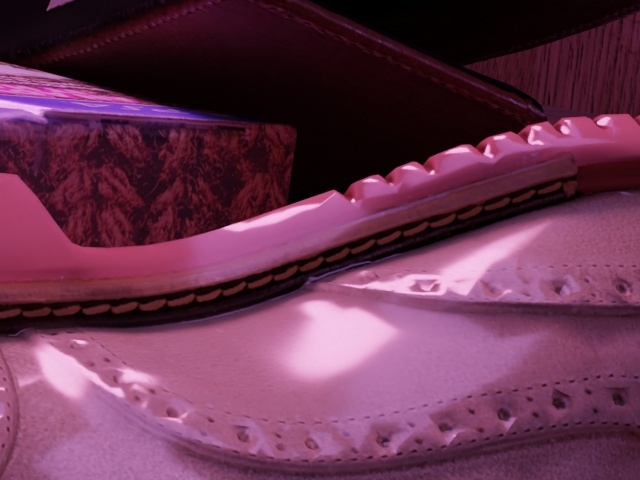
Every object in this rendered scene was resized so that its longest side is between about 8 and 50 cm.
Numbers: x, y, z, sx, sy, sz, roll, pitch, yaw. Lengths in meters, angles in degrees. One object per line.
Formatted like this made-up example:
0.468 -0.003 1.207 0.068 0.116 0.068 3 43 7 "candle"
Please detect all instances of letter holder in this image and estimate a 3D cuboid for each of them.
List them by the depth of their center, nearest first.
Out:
0.007 -0.093 0.705 0.214 0.152 0.302 23 -15 -27 "letter holder"

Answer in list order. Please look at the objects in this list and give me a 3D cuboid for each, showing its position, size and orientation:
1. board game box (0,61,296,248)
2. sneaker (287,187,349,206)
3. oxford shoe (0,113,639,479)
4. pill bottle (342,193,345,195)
-0.195 0.007 0.576 0.232 0.141 0.291 0 12 -45 "board game box"
0.000 0.000 0.850 0.350 0.131 0.148 8 4 -1 "sneaker"
0.014 0.070 0.419 0.397 0.140 0.146 -6 52 -25 "oxford shoe"
0.108 0.046 0.645 0.246 0.130 0.130 13 10 30 "pill bottle"
